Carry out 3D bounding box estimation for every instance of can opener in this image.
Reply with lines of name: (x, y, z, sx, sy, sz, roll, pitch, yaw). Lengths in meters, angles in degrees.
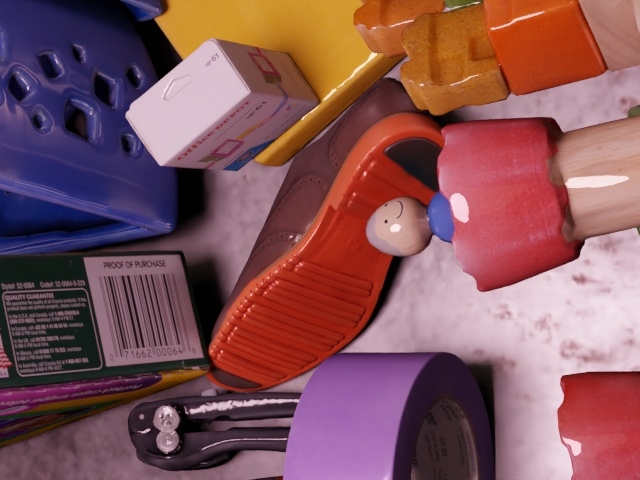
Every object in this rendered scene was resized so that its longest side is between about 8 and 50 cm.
can opener: (-0.056, 0.137, 1.433, 0.186, 0.073, 0.059, -10, 81, 15)

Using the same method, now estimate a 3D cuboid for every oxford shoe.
oxford shoe: (0.000, 0.000, 1.414, 0.271, 0.097, 0.098, -50, 34, 22)

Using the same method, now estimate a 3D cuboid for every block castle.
block castle: (0.161, -0.098, 1.117, 0.212, 0.303, 0.453, -12, 47, 18)

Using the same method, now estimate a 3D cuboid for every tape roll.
tape roll: (0.050, 0.170, 1.308, 0.080, 0.189, 0.189, -1, 86, 26)

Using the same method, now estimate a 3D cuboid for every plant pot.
plant pot: (-0.259, -0.114, 1.435, 0.236, 0.236, 0.212, -9, 75, 41)

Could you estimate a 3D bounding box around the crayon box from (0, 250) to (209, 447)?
crayon box: (-0.316, 0.099, 1.363, 0.313, 0.363, 0.106, -20, 78, 35)

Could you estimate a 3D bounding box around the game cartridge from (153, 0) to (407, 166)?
game cartridge: (-0.026, -0.266, 1.452, 0.285, 0.052, 0.324, -40, 74, 18)

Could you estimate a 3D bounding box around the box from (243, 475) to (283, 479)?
box: (-0.136, 0.315, 1.339, 0.290, 0.279, 0.177, -35, 73, 19)

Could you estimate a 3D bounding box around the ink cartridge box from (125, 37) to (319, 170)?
ink cartridge box: (-0.069, -0.095, 1.371, 0.088, 0.122, 0.052, -39, 74, 19)
